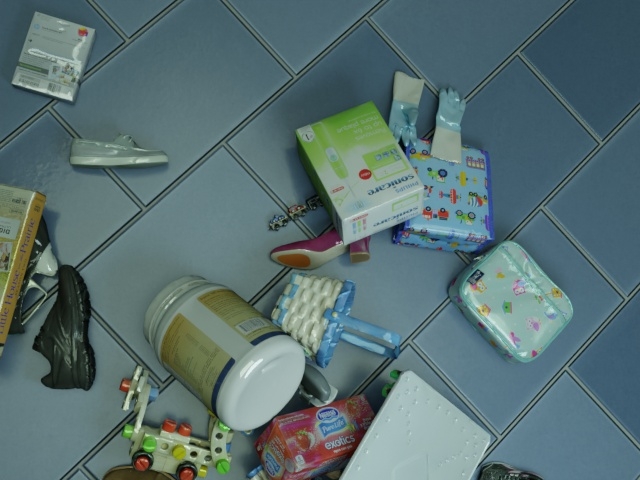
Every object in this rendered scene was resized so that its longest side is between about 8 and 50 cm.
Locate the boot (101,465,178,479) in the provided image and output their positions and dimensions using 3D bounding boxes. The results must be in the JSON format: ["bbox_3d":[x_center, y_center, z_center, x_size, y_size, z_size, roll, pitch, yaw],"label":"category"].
[{"bbox_3d":[-0.355,0.568,1.771,0.305,0.115,0.112,15,86,16],"label":"boot"}]

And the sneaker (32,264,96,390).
[{"bbox_3d":[-0.578,0.196,1.824,0.130,0.109,0.286,-5,81,-5],"label":"sneaker"}]

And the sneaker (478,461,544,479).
[{"bbox_3d":[0.473,0.578,1.974,0.178,0.077,0.071,8,80,-9],"label":"sneaker"}]

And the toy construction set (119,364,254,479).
[{"bbox_3d":[-0.309,0.413,1.816,0.328,0.151,0.215,22,97,-1],"label":"toy construction set"}]

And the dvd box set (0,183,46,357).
[{"bbox_3d":[-0.792,0.071,1.768,0.308,0.062,0.420,10,80,13],"label":"dvd box set"}]

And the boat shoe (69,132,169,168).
[{"bbox_3d":[-0.470,-0.211,1.906,0.228,0.079,0.081,0,87,-7],"label":"boat shoe"}]

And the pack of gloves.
[{"bbox_3d":[0.272,-0.318,2.034,0.195,0.046,0.232,13,60,-7],"label":"pack of gloves"}]

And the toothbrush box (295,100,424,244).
[{"bbox_3d":[0.089,-0.162,1.920,0.206,0.122,0.283,-22,62,-7],"label":"toothbrush box"}]

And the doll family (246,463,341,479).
[{"bbox_3d":[-0.061,0.558,1.862,0.163,0.118,0.263,50,45,11],"label":"doll family"}]

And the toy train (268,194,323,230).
[{"bbox_3d":[-0.060,-0.069,1.989,0.158,0.027,0.036,-29,85,-13],"label":"toy train"}]

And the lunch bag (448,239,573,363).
[{"bbox_3d":[0.471,0.144,2.016,0.224,0.108,0.279,-42,91,-12],"label":"lunch bag"}]

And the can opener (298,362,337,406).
[{"bbox_3d":[-0.073,0.277,1.851,0.280,0.093,0.074,32,41,30],"label":"can opener"}]

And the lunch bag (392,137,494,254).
[{"bbox_3d":[0.308,-0.133,2.024,0.221,0.138,0.293,8,72,-7],"label":"lunch bag"}]

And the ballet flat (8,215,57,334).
[{"bbox_3d":[-0.651,0.082,1.836,0.096,0.095,0.280,23,89,-17],"label":"ballet flat"}]

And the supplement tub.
[{"bbox_3d":[-0.213,0.233,1.761,0.316,0.228,0.228,34,75,34],"label":"supplement tub"}]

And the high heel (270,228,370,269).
[{"bbox_3d":[0.000,0.000,1.980,0.244,0.082,0.117,-6,51,3],"label":"high heel"}]

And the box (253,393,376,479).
[{"bbox_3d":[-0.001,0.445,1.816,0.257,0.128,0.122,-7,57,-37],"label":"box"}]

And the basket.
[{"bbox_3d":[0.045,0.197,1.865,0.289,0.255,0.201,16,74,10],"label":"basket"}]

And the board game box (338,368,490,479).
[{"bbox_3d":[0.187,0.531,1.843,0.390,0.050,0.390,41,75,-37],"label":"board game box"}]

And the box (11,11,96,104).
[{"bbox_3d":[-0.628,-0.430,1.928,0.145,0.038,0.186,15,81,-8],"label":"box"}]
